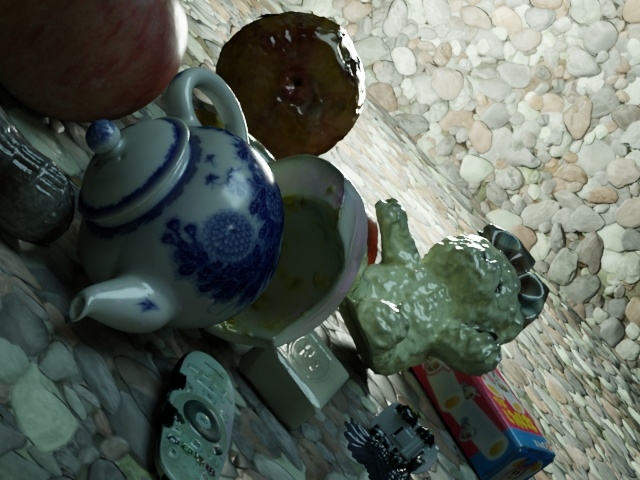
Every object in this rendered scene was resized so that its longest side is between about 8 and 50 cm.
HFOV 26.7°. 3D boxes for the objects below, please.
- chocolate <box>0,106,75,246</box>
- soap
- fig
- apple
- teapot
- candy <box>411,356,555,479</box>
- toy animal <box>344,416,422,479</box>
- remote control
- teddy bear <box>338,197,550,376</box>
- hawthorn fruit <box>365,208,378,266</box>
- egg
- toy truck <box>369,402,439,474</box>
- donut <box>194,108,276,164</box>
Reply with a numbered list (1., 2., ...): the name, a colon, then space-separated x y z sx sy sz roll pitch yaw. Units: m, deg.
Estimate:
1. chocolate: -0.372 -0.091 1.510 0.248 0.110 0.110 42 17 -18
2. soap: -0.035 0.177 1.842 0.121 0.064 0.183 51 16 1
3. fig: -0.083 -0.286 2.573 0.286 0.286 0.369 44 -13 -14
4. apple: -0.349 -0.317 1.858 0.345 0.269 0.345 51 -4 6
5. teapot: -0.183 -0.041 1.589 0.280 0.252 0.424 51 43 -34
6. candy: 0.268 0.277 2.349 0.157 0.100 0.306 26 26 -56
7. toy animal: 0.094 0.324 1.762 0.220 0.108 0.062 47 10 -10
8. remote control: -0.145 0.206 1.521 0.097 0.045 0.256 43 20 -14
9. teddy bear: 0.203 0.058 2.131 0.375 0.362 0.327 79 -14 -66
10. hawthorn fruit: 0.000 0.000 2.231 0.162 0.162 0.203 54 28 18
11. egg: -0.035 0.019 1.761 0.162 0.271 0.206 36 16 -40
12. toy truck: 0.125 0.295 1.989 0.111 0.076 0.077 51 -4 5
13. donut: -0.134 -0.066 1.981 0.330 0.160 0.330 36 19 -14
